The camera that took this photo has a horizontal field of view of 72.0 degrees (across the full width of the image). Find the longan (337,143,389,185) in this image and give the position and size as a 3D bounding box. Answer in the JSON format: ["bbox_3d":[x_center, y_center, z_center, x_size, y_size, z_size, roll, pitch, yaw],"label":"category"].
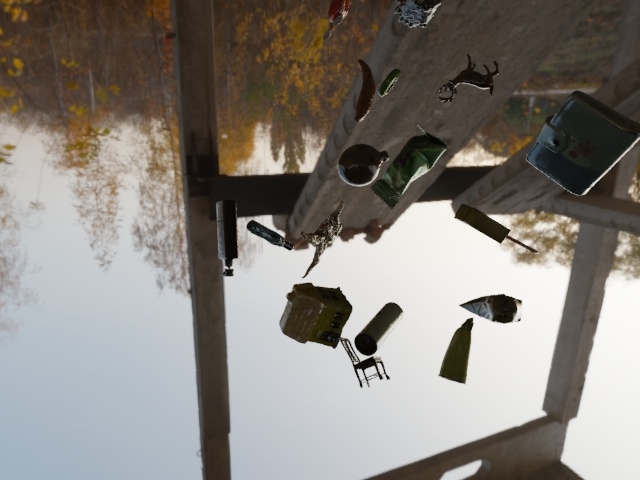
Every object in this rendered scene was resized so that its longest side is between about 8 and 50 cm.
[{"bbox_3d":[0.165,-0.296,1.708,0.205,0.159,0.185,-19,171,15],"label":"longan"}]

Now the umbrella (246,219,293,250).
[{"bbox_3d":[-0.199,-0.015,1.793,0.250,0.052,0.053,33,-163,-42],"label":"umbrella"}]

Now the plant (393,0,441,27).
[{"bbox_3d":[0.331,-0.796,1.465,0.129,0.132,0.194,28,-177,-11],"label":"plant"}]

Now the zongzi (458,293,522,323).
[{"bbox_3d":[0.706,0.285,1.884,0.275,0.125,0.251,3,171,30],"label":"zongzi"}]

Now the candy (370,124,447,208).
[{"bbox_3d":[0.414,-0.350,2.119,0.172,0.398,0.263,40,-172,-24],"label":"candy"}]

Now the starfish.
[{"bbox_3d":[0.000,-0.017,1.713,0.084,0.293,0.301,37,-108,13],"label":"starfish"}]

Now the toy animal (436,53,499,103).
[{"bbox_3d":[0.689,-0.747,2.051,0.244,0.259,0.087,17,161,23],"label":"toy animal"}]

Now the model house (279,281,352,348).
[{"bbox_3d":[-0.033,0.259,1.601,0.235,0.193,0.174,15,-158,-19],"label":"model house"}]

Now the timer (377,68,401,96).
[{"bbox_3d":[0.334,-0.770,2.149,0.047,0.128,0.140,38,-132,2],"label":"timer"}]

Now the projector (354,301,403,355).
[{"bbox_3d":[0.262,0.381,1.931,0.108,0.108,0.338,10,-159,27],"label":"projector"}]

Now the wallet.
[{"bbox_3d":[0.828,-0.306,1.429,0.252,0.360,0.083,41,-107,19],"label":"wallet"}]

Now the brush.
[{"bbox_3d":[0.462,-0.015,1.127,0.234,0.047,0.103,27,-169,-16],"label":"brush"}]

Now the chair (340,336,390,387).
[{"bbox_3d":[0.179,0.484,1.817,0.113,0.229,0.106,-30,154,14],"label":"chair"}]

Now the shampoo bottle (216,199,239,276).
[{"bbox_3d":[-0.375,-0.007,1.790,0.071,0.309,0.098,-4,180,-36],"label":"shampoo bottle"}]

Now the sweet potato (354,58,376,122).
[{"bbox_3d":[0.172,-0.567,1.684,0.078,0.255,0.058,6,174,-7],"label":"sweet potato"}]

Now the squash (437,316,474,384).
[{"bbox_3d":[0.466,0.360,1.462,0.095,0.224,0.094,20,172,3],"label":"squash"}]

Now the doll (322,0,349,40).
[{"bbox_3d":[0.076,-1.054,2.052,0.085,0.217,0.183,20,154,-22],"label":"doll"}]
